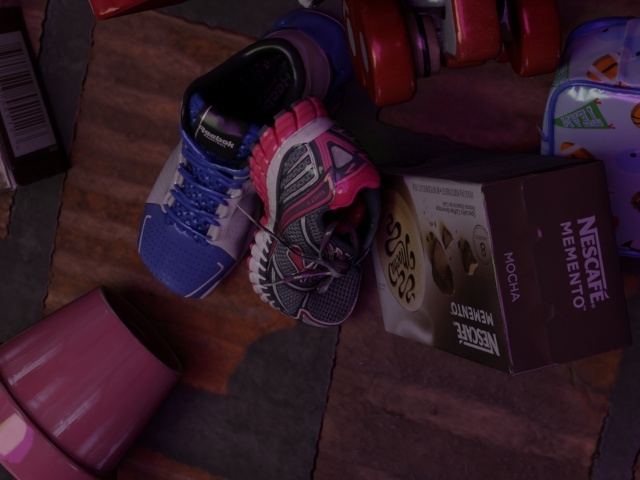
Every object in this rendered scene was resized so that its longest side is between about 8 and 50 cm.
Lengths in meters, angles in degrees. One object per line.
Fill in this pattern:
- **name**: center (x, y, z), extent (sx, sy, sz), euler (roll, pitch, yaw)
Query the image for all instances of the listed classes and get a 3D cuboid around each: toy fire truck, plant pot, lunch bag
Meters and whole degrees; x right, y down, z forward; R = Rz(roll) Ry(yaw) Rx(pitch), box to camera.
- **toy fire truck**: center (0.100, -0.265, 1.516), extent (0.169, 0.302, 0.254), euler (-12, 102, -2)
- **plant pot**: center (-0.250, 0.152, 1.763), extent (0.180, 0.201, 0.201), euler (-42, 87, 4)
- **lunch bag**: center (0.340, -0.077, 1.534), extent (0.303, 0.115, 0.243), euler (9, 138, 13)

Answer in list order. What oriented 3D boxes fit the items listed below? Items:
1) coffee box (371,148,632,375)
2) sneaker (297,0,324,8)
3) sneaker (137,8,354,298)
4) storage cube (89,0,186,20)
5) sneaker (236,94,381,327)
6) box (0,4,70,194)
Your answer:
- **coffee box**: center (0.150, 0.011, 1.545), extent (0.119, 0.297, 0.168), euler (-12, 99, -18)
- **sneaker**: center (-0.010, -0.320, 1.520), extent (0.110, 0.275, 0.107), euler (13, 144, -9)
- **sneaker**: center (-0.100, -0.088, 1.665), extent (0.127, 0.182, 0.315), euler (36, 108, 9)
- **storage cube**: center (-0.131, -0.335, 1.614), extent (0.193, 0.215, 0.184), euler (-21, 95, 25)
- **sneaker**: center (0.000, 0.000, 1.614), extent (0.121, 0.299, 0.112), euler (-37, 61, -18)
- **box**: center (-0.481, -0.107, 1.801), extent (0.381, 0.143, 0.191), euler (-15, 96, 21)
